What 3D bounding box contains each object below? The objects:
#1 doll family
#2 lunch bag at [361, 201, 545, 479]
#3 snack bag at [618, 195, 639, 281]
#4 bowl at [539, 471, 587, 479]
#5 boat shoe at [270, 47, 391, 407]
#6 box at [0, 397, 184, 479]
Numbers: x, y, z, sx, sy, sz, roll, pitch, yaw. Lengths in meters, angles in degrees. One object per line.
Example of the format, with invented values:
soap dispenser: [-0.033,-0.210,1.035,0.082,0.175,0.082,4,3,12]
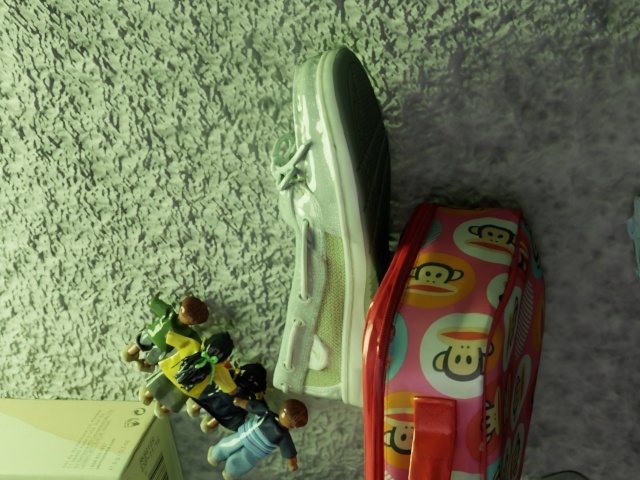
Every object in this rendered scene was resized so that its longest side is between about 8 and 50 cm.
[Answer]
doll family: [-0.089,0.131,1.228,0.193,0.076,0.111,42,118,-16]
lunch bag: [0.099,0.142,1.063,0.120,0.258,0.293,6,121,13]
snack bag: [0.394,0.105,0.969,0.342,0.323,0.037,-7,161,19]
bowl: [0.211,0.290,1.242,0.142,0.053,0.142,-32,108,30]
boat shoe: [0.001,0.000,1.097,0.103,0.118,0.320,2,127,10]
box: [-0.297,0.239,1.319,0.311,0.121,0.148,1,120,16]
